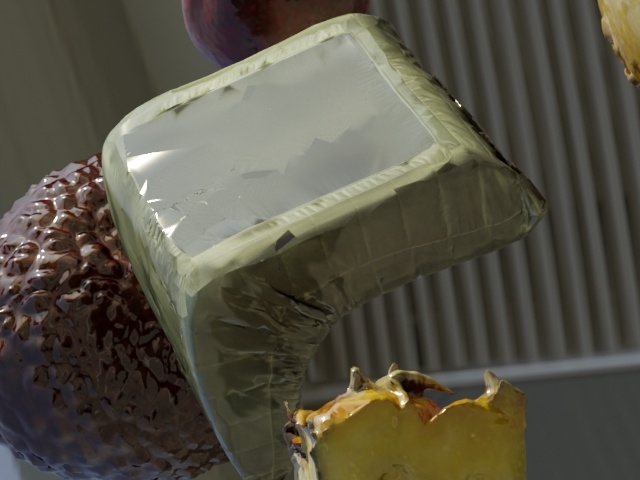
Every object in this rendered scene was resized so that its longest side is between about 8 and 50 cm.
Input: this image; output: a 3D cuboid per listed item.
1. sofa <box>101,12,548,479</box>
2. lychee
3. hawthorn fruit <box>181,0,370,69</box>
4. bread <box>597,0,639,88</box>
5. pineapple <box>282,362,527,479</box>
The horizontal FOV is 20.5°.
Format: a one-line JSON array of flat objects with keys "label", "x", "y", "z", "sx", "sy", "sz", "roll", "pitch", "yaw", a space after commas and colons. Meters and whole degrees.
[{"label": "sofa", "x": 0.000, "y": 0.000, "z": 1.083, "sx": 0.210, "sy": 0.225, "sz": 0.176, "roll": 53, "pitch": 166, "yaw": 48}, {"label": "lychee", "x": -0.138, "y": 0.061, "z": 1.312, "sx": 0.260, "sy": 0.260, "sz": 0.261, "roll": 18, "pitch": -113, "yaw": -53}, {"label": "hawthorn fruit", "x": -0.047, "y": -0.221, "z": 1.572, "sx": 0.181, "sy": 0.235, "sz": 0.181, "roll": 7, "pitch": -115, "yaw": -15}, {"label": "bread", "x": 0.265, "y": -0.111, "z": 0.733, "sx": 0.305, "sy": 0.305, "sz": 0.159, "roll": -60, "pitch": -28, "yaw": -44}, {"label": "pineapple", "x": 0.043, "y": 0.174, "z": 0.913, "sx": 0.186, "sy": 0.114, "sz": 0.236, "roll": -103, "pitch": 12, "yaw": -47}]
